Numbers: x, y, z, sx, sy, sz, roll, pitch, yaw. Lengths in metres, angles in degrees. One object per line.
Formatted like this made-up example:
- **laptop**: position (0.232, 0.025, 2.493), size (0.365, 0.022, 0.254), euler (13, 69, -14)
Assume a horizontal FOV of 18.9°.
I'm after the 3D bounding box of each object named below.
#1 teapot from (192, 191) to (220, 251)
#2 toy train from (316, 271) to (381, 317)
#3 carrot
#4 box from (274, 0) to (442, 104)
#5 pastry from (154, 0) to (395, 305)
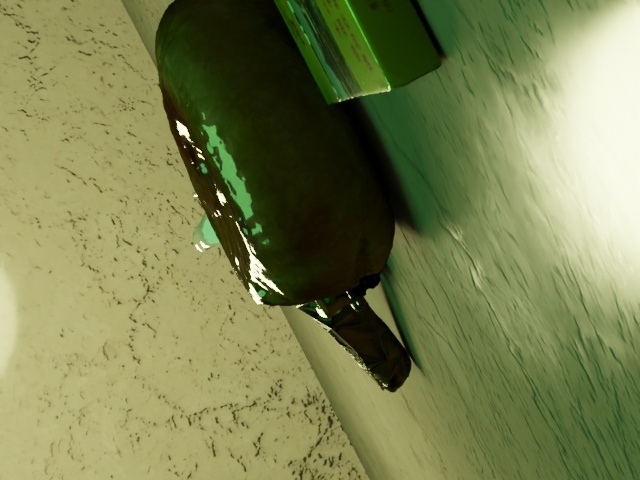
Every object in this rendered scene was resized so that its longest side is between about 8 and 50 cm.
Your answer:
- **teapot**: position (-0.088, -0.041, 2.313), size (0.208, 0.166, 0.300), euler (49, 162, 4)
- **toy train**: position (-0.002, -0.009, 2.139), size (0.228, 0.091, 0.136), euler (58, 157, -17)
- **carrot**: position (0.038, 0.100, 2.295), size (0.229, 0.069, 0.069), euler (48, -176, -40)
- **box**: position (0.003, -0.198, 1.458), size (0.187, 0.047, 0.335), euler (62, 175, -6)
- **pastry**: position (-0.049, -0.092, 1.882), size (0.356, 0.163, 0.356), euler (157, 90, -85)
